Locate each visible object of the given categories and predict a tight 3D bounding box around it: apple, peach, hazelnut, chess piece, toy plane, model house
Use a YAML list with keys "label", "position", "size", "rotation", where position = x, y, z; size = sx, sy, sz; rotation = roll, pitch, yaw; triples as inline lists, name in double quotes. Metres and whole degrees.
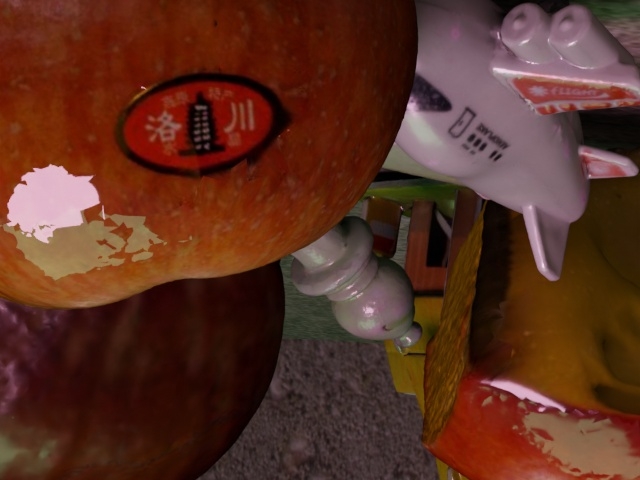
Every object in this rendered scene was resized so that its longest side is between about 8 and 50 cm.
- label: "apple"
  position: [-0.102, -0.081, 1.067]
  size: [0.309, 0.250, 0.277]
  rotation: [5, 171, -1]
- label: "peach"
  position: [0.237, 0.084, 1.433]
  size: [0.380, 0.306, 0.242]
  rotation: [-4, 133, -23]
- label: "hazelnut"
  position: [-0.245, 0.045, 1.689]
  size: [0.429, 0.402, 0.402]
  rotation: [15, 169, -21]
- label: "chess piece"
  position: [0.000, 0.000, 1.557]
  size: [0.139, 0.139, 0.271]
  rotation: [-2, 142, 47]
- label: "toy plane"
  position: [0.102, -0.081, 1.238]
  size: [0.252, 0.118, 0.252]
  rotation: [11, 152, 6]
- label: "model house"
  position: [0.129, 0.095, 1.754]
  size: [0.300, 0.323, 0.340]
  rotation: [-2, 167, 44]

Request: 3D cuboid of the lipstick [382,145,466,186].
- label: "lipstick"
  position: [0.060, -0.089, 1.453]
  size: [0.304, 0.076, 0.076]
  rotation: [11, 170, -28]
